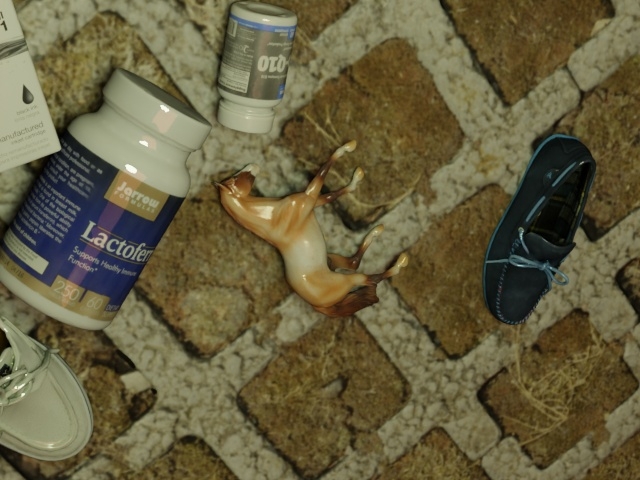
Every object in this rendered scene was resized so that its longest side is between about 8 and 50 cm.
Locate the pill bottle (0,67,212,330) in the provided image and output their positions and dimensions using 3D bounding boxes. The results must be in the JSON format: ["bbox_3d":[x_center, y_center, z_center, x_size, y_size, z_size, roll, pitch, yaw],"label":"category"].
[{"bbox_3d":[-0.238,-0.047,1.785,0.153,0.153,0.265,26,99,-30],"label":"pill bottle"}]

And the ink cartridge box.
[{"bbox_3d":[-0.386,-0.178,1.699,0.160,0.092,0.219,-22,119,-14],"label":"ink cartridge box"}]

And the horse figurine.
[{"bbox_3d":[0.000,0.000,1.959,0.174,0.066,0.263,-32,118,-14],"label":"horse figurine"}]

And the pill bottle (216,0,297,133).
[{"bbox_3d":[-0.075,-0.196,1.834,0.078,0.078,0.137,2,111,-24],"label":"pill bottle"}]

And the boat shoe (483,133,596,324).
[{"bbox_3d":[0.276,-0.007,2.059,0.109,0.089,0.258,4,110,-25],"label":"boat shoe"}]

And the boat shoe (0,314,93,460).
[{"bbox_3d":[-0.371,0.141,1.805,0.136,0.156,0.367,-38,120,-4],"label":"boat shoe"}]
